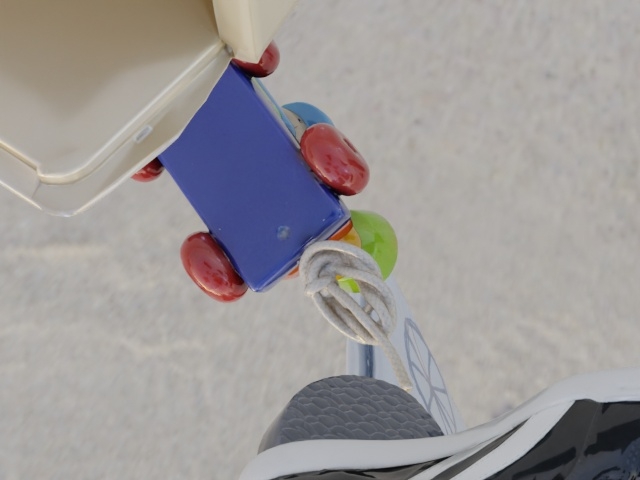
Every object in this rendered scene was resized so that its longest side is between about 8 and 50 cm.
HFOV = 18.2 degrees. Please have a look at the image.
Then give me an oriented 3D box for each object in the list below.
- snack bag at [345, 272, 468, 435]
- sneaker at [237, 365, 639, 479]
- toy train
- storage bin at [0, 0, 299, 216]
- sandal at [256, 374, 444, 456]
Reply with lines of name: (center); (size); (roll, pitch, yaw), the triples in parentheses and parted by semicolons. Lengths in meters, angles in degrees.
snack bag: (0.094, 0.216, 1.205); (0.037, 0.323, 0.343); (-23, 116, 11)
sneaker: (0.052, 0.115, 0.603); (0.216, 0.121, 0.079); (-16, 129, 35)
toy train: (0.000, 0.000, 1.054); (0.105, 0.143, 0.248); (-42, 64, 11)
storage bin: (-0.126, -0.137, 0.410); (0.260, 0.262, 0.123); (33, 80, 7)
sandal: (0.013, 0.161, 0.802); (0.097, 0.255, 0.054); (19, 135, -23)
